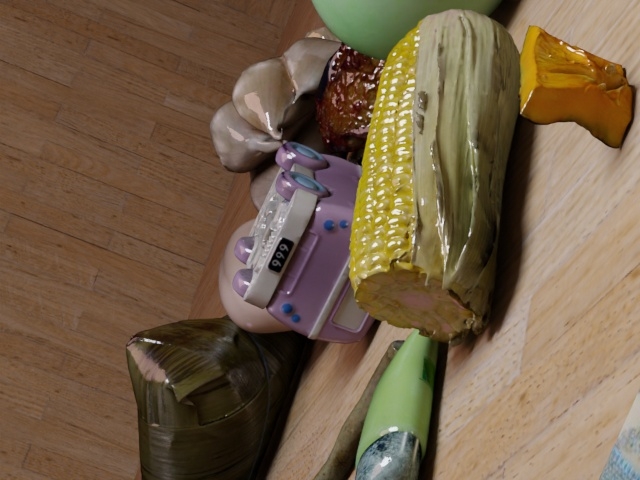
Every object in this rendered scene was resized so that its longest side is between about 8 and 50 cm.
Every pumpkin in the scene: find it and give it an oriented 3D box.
[{"bbox_3d":[0.160,-0.102,0.838,0.101,0.073,0.035,-84,13,-49],"label":"pumpkin"}]

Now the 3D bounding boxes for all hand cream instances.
[{"bbox_3d":[0.059,0.131,0.996,0.175,0.046,0.095,-70,5,-53],"label":"hand cream"}]

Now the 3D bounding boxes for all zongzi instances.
[{"bbox_3d":[-0.089,0.203,1.591,0.300,0.138,0.286,-29,-52,-45],"label":"zongzi"}]

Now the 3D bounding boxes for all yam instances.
[{"bbox_3d":[0.023,0.173,1.153,0.029,0.027,0.234,55,130,36],"label":"yam"}]

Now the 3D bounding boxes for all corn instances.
[{"bbox_3d":[0.095,-0.054,1.023,0.123,0.122,0.305,-25,39,36],"label":"corn"}]

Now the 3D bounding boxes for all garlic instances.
[{"bbox_3d":[-0.026,-0.140,1.720,0.237,0.210,0.292,-40,9,41],"label":"garlic"}]

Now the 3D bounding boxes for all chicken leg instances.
[{"bbox_3d":[0.078,-0.215,1.502,0.322,0.083,0.177,-63,35,32],"label":"chicken leg"}]

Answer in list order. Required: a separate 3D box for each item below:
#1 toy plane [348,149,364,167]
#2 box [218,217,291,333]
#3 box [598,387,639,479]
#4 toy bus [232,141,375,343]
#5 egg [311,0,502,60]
[{"bbox_3d":[0.037,-0.064,1.640,0.049,0.031,0.120,-69,-1,-83],"label":"toy plane"},{"bbox_3d":[-0.042,0.033,1.522,0.200,0.146,0.088,-90,-9,-64],"label":"box"},{"bbox_3d":[0.145,0.107,0.433,0.164,0.069,0.256,-118,50,-79],"label":"box"},{"bbox_3d":[0.000,0.000,1.332,0.202,0.142,0.142,-96,29,-70],"label":"toy bus"},{"bbox_3d":[0.088,-0.299,1.255,0.220,0.220,0.269,-83,10,-59],"label":"egg"}]
